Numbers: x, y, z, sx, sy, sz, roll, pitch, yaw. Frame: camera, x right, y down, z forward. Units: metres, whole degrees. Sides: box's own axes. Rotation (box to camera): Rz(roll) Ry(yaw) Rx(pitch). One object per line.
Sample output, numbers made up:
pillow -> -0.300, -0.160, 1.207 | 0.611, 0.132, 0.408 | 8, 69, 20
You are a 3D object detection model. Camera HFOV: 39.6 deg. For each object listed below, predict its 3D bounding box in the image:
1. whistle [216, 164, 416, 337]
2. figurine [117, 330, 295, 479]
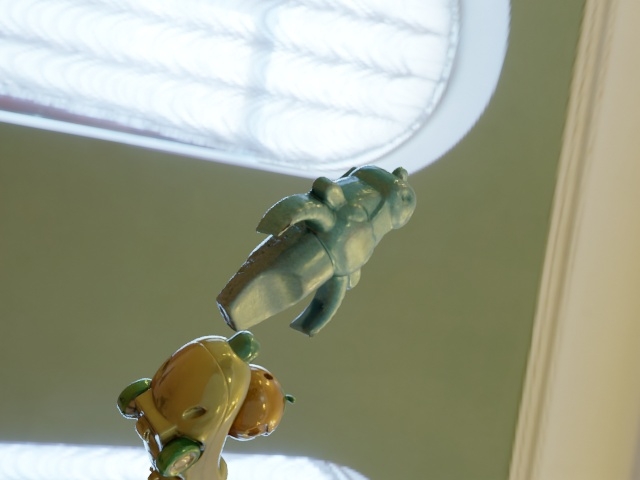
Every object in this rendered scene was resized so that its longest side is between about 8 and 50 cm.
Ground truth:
whistle -> 0.000, 0.000, 0.981 | 0.093, 0.274, 0.186 | 34, -27, 36
figurine -> -0.146, 0.242, 1.215 | 0.124, 0.222, 0.324 | 46, -28, 29
